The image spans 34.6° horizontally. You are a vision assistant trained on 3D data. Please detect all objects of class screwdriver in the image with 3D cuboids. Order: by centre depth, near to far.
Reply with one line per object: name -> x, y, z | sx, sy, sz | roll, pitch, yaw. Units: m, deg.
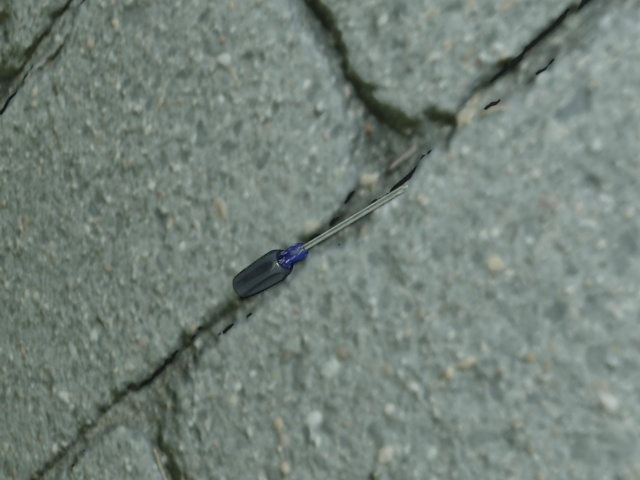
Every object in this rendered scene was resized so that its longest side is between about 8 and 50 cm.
screwdriver -> 0.000, 0.000, 0.719 | 0.170, 0.025, 0.024 | -30, 72, 31
